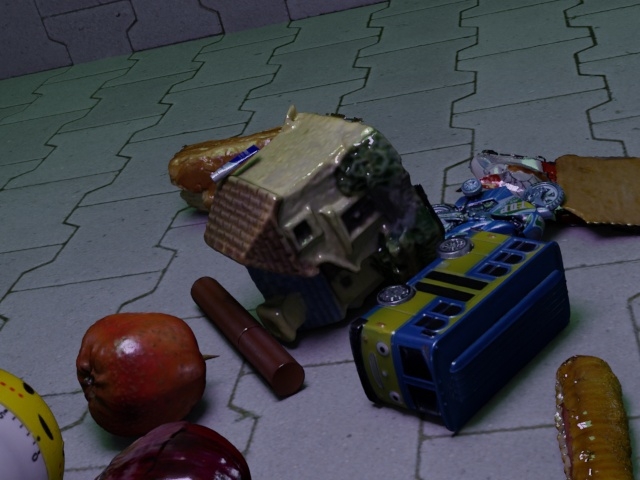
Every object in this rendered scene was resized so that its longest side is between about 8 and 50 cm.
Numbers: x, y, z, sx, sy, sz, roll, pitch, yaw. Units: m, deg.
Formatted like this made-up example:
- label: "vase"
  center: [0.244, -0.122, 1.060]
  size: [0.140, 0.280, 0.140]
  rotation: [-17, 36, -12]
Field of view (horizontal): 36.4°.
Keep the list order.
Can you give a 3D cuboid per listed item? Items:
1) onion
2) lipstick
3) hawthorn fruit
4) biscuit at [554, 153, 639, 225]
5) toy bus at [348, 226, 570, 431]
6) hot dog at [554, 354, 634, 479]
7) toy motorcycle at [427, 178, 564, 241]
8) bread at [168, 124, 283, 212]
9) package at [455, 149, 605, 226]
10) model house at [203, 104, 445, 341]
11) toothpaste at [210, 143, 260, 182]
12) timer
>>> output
- label: "onion"
  center: [-0.154, 0.318, 1.039]
  size: [0.252, 0.219, 0.252]
  rotation: [-56, 7, 10]
- label: "lipstick"
  center: [-0.122, 0.139, 1.515]
  size: [0.057, 0.057, 0.356]
  rotation: [-24, 28, -17]
- label: "hawthorn fruit"
  center: [-0.238, 0.180, 1.380]
  size: [0.200, 0.179, 0.179]
  rotation: [-15, 23, -30]
- label: "biscuit"
  center: [0.507, -0.084, 1.603]
  size: [0.232, 0.013, 0.237]
  rotation: [3, 32, 9]
- label: "toy bus"
  center: [0.192, 0.110, 1.313]
  size: [0.175, 0.138, 0.287]
  rotation: [12, 37, 45]
- label: "hot dog"
  center: [0.313, 0.223, 1.112]
  size: [0.083, 0.068, 0.289]
  rotation: [-2, 27, 10]
- label: "toy motorcycle"
  center: [0.272, -0.027, 1.575]
  size: [0.254, 0.092, 0.135]
  rotation: [-13, 44, 13]
- label: "bread"
  center: [-0.125, -0.140, 1.959]
  size: [0.344, 0.149, 0.195]
  rotation: [-10, 16, 13]
- label: "package"
  center: [0.379, -0.092, 1.692]
  size: [0.269, 0.071, 0.194]
  rotation: [14, 45, 13]
- label: "model house"
  center: [0.000, 0.000, 1.466]
  size: [0.266, 0.321, 0.261]
  rotation: [-39, 30, -18]
- label: "toothpaste"
  center: [-0.127, -0.115, 1.448]
  size: [0.083, 0.015, 0.024]
  rotation: [-36, 37, -7]
- label: "timer"
  center: [-0.443, 0.267, 1.233]
  size: [0.285, 0.285, 0.285]
  rotation: [-12, 27, 6]
